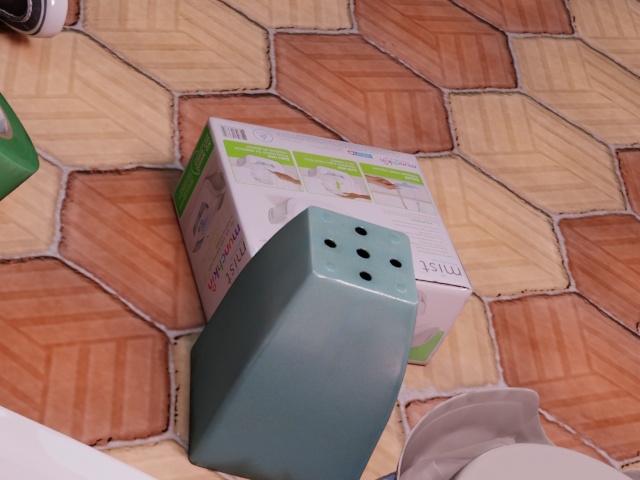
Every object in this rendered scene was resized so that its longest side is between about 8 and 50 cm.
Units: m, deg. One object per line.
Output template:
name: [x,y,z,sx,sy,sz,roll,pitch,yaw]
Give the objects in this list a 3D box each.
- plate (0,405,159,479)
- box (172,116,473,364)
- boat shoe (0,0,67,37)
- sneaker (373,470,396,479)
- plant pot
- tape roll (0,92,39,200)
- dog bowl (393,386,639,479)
plate: [-0.196,0.214,1.343,0.278,0.045,0.277,24,8,2]
box: [0.000,0.000,1.902,0.262,0.126,0.231,9,39,-26]
boat shoe: [-0.410,-0.333,2.074,0.102,0.108,0.301,-11,47,-43]
sneaker: [0.114,0.259,1.701,0.221,0.083,0.087,-16,67,-39]
plant pot: [-0.007,0.095,1.677,0.166,0.234,0.165,16,36,-16]
tape roll: [-0.408,-0.169,1.731,0.321,0.077,0.321,51,4,-5]
dog bowl: [0.197,0.277,1.396,0.349,0.102,0.348,20,35,-15]
